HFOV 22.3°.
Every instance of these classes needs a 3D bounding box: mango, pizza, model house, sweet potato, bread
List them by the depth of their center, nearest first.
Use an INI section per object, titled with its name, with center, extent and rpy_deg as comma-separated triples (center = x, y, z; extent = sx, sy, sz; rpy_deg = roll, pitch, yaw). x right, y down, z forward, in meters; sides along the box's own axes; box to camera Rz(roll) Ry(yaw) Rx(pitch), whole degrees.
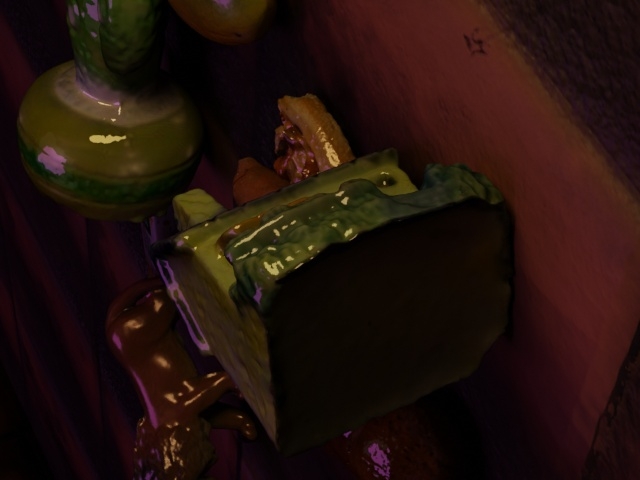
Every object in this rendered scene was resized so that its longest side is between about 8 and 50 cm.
[model house]
center = 0.000, 0.000, 1.118
extent = 0.211, 0.194, 0.170
rpy_deg = 46, 153, 46
[pizza]
center = 0.004, -0.028, 1.312
extent = 0.175, 0.046, 0.134
rpy_deg = 63, 160, 18
[mango]
center = -0.098, -0.229, 1.330
extent = 0.191, 0.085, 0.122
rpy_deg = 63, 157, 23
[bread]
center = 0.019, 0.136, 1.379
extent = 0.344, 0.084, 0.124
rpy_deg = 34, 140, 60
[sweet potato]
center = -0.021, -0.002, 1.406
extent = 0.195, 0.056, 0.056
rpy_deg = 53, 156, 26

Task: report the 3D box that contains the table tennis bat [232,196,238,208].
[table tennis bat]
center = -0.058, 0.010, 1.561
extent = 0.138, 0.022, 0.246
rpy_deg = 69, 160, 1

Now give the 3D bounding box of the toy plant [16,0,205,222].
[toy plant]
center = -0.189, -0.192, 1.541
extent = 0.224, 0.184, 0.316
rpy_deg = -101, 18, -52

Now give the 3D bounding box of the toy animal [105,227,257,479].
[toy animal]
center = -0.168, 0.157, 1.806
extent = 0.312, 0.157, 0.097
rpy_deg = 68, 160, 2

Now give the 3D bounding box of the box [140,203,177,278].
[box]
center = -0.179, -0.008, 1.845
extent = 0.207, 0.041, 0.050
rpy_deg = 89, 156, -43
